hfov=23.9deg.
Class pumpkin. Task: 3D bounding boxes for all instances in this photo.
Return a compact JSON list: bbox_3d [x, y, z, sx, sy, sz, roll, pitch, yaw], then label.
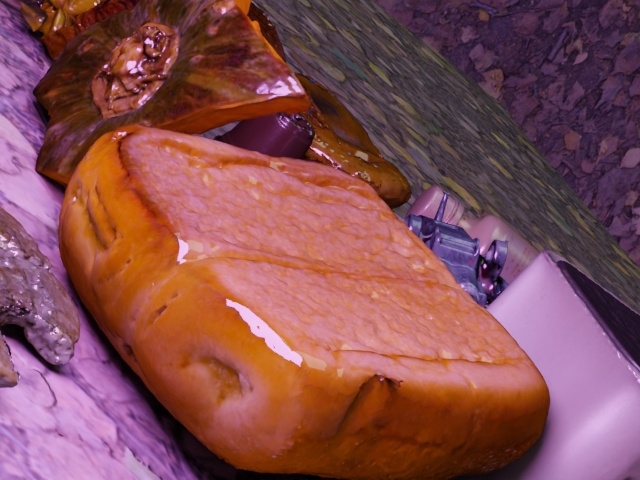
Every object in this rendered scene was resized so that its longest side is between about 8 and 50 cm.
[{"bbox_3d":[-0.145,-0.138,1.310,0.095,0.290,0.258,44,26,-34],"label":"pumpkin"}]

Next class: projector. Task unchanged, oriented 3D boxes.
[{"bbox_3d":[0.215,0.194,1.279,0.249,0.249,0.248,35,16,-31],"label":"projector"}]

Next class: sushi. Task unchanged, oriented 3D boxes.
[{"bbox_3d":[-0.215,-0.232,1.563,0.296,0.167,0.179,-79,145,-67],"label":"sushi"}]

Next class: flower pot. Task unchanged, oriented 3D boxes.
[{"bbox_3d":[-0.057,-0.113,1.759,0.111,0.089,0.111,40,14,-12],"label":"flower pot"}]

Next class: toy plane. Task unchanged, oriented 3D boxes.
[{"bbox_3d":[0.116,0.015,1.503,0.223,0.104,0.326,17,23,-7],"label":"toy plane"}]

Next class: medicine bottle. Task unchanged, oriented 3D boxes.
[{"bbox_3d":[0.229,0.026,2.088,0.252,0.114,0.114,40,14,-13],"label":"medicine bottle"}]

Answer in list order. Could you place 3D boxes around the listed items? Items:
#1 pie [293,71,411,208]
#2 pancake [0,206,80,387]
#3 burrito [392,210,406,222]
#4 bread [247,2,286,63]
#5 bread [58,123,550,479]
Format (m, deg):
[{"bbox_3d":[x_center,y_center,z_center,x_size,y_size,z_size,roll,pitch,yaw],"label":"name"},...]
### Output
[{"bbox_3d":[0.020,-0.135,2.076,0.273,0.069,0.273,40,13,-11],"label":"pie"},{"bbox_3d":[-0.259,0.000,0.984,0.253,0.037,0.253,41,13,-12],"label":"pancake"},{"bbox_3d":[0.000,0.000,1.563,0.139,0.101,0.445,49,15,13],"label":"burrito"},{"bbox_3d":[-0.233,-0.328,1.863,0.416,0.113,0.165,35,14,-27],"label":"bread"},{"bbox_3d":[-0.018,0.068,1.142,0.337,0.148,0.328,7,33,-47],"label":"bread"}]
